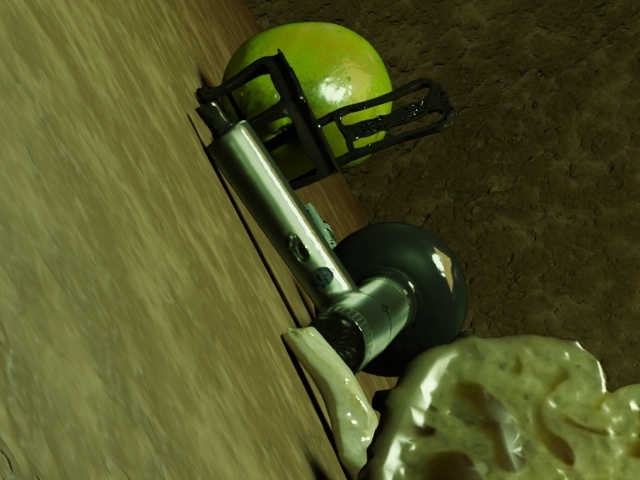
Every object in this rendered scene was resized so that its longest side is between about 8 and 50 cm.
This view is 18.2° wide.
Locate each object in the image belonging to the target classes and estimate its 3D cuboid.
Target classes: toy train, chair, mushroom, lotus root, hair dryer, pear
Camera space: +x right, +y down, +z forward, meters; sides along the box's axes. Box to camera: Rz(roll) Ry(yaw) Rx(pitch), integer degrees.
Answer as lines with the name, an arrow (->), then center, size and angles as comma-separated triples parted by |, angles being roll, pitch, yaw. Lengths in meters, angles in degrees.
toy train -> -0.003, 0.011, 2.208 | 0.043, 0.047, 0.207 | 63, 2, -20
chair -> 0.007, -0.133, 1.985 | 0.113, 0.229, 0.106 | 63, 2, -36
mushroom -> 0.027, 0.145, 1.625 | 0.202, 0.054, 0.059 | 59, 3, 25
lotus root -> 0.181, 0.219, 1.455 | 0.250, 0.316, 0.316 | 86, -18, -56
hair dryer -> 0.017, -0.008, 1.874 | 0.320, 0.155, 0.284 | 9, 63, -75
pear -> -0.018, -0.148, 2.159 | 0.187, 0.187, 0.219 | 62, 17, 0
